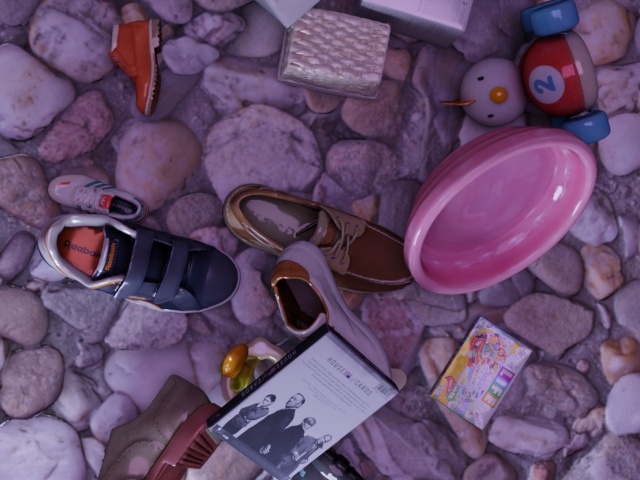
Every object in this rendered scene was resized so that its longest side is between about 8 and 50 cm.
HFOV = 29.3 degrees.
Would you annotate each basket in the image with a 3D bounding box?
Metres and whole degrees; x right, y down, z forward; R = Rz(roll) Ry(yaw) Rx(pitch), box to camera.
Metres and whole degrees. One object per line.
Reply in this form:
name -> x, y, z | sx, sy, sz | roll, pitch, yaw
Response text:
basket -> 0.023, -0.299, 1.951 | 0.167, 0.103, 0.113 | 10, 85, -5

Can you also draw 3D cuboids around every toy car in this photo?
toy car -> 0.307, -0.242, 1.945 | 0.238, 0.210, 0.219 | -18, 101, 5

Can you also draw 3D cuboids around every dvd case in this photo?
dvd case -> -0.025, 0.249, 1.842 | 0.239, 0.029, 0.179 | -40, 124, 10

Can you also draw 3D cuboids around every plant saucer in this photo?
plant saucer -> 0.266, -0.057, 1.889 | 0.332, 0.332, 0.084 | -28, 56, -7

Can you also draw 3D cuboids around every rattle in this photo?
rattle -> -0.067, 0.244, 1.898 | 0.130, 0.143, 0.199 | -29, 84, -26

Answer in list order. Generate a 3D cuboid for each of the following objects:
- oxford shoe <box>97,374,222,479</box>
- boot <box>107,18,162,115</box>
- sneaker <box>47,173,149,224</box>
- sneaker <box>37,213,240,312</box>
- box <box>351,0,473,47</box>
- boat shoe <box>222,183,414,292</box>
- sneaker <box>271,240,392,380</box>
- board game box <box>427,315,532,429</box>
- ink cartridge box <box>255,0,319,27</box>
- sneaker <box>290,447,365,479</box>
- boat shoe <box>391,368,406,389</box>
oxford shoe -> -0.292, 0.362, 1.893 | 0.130, 0.123, 0.348 | 41, 85, 25
boot -> -0.294, -0.272, 1.940 | 0.085, 0.059, 0.158 | -1, 79, -4
sneaker -> -0.346, -0.068, 1.910 | 0.161, 0.075, 0.057 | 18, 85, -6
sneaker -> -0.279, 0.038, 1.889 | 0.321, 0.127, 0.126 | 11, 84, -7
box -> 0.149, -0.385, 1.956 | 0.170, 0.130, 0.091 | 16, 86, -6
boat shoe -> 0.000, 0.000, 1.924 | 0.324, 0.120, 0.122 | 18, 85, -5
sneaker -> 0.006, 0.150, 1.860 | 0.106, 0.123, 0.290 | -26, 106, 27
board game box -> 0.259, 0.214, 1.989 | 0.103, 0.026, 0.154 | 33, 84, -4
ink cartridge box -> -0.040, -0.486, 1.879 | 0.233, 0.171, 0.168 | -42, 135, -2
sneaker -> 0.066, 0.440, 1.931 | 0.267, 0.101, 0.106 | 41, 93, 6
boat shoe -> 0.076, 0.245, 1.961 | 0.133, 0.042, 0.049 | -27, 70, -7
